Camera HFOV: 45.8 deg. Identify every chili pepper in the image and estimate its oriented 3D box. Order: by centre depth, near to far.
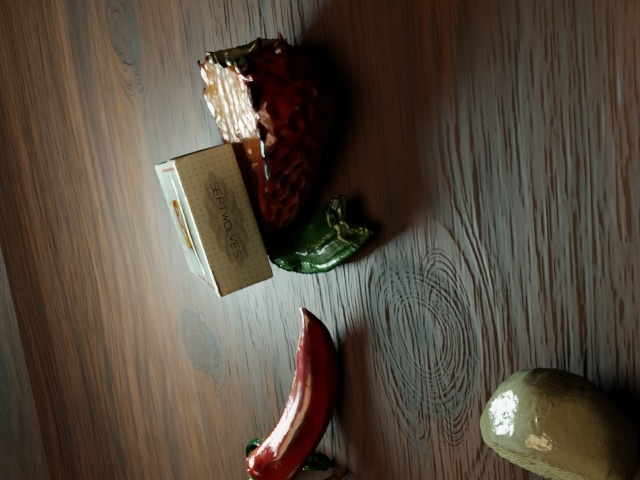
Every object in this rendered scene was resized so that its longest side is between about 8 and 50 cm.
[{"bbox_3d":[0.001,-0.001,1.140,0.224,0.061,0.098,-24,95,50],"label":"chili pepper"},{"bbox_3d":[-0.049,0.284,1.240,0.368,0.137,0.092,-68,26,8],"label":"chili pepper"},{"bbox_3d":[-0.080,0.406,1.398,0.122,0.065,0.279,47,146,1],"label":"chili pepper"}]

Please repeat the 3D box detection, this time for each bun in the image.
[{"bbox_3d":[0.261,0.199,0.831,0.173,0.167,0.113,10,68,43],"label":"bun"}]

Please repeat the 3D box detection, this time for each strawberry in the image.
[{"bbox_3d":[-0.056,-0.163,1.090,0.280,0.150,0.253,71,162,-6],"label":"strawberry"}]

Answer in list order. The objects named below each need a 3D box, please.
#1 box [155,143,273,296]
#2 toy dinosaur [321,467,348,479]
[{"bbox_3d":[-0.182,-0.041,1.229,0.330,0.095,0.210,-167,58,-72],"label":"box"},{"bbox_3d":[-0.068,0.495,1.384,0.207,0.112,0.327,14,144,10],"label":"toy dinosaur"}]
